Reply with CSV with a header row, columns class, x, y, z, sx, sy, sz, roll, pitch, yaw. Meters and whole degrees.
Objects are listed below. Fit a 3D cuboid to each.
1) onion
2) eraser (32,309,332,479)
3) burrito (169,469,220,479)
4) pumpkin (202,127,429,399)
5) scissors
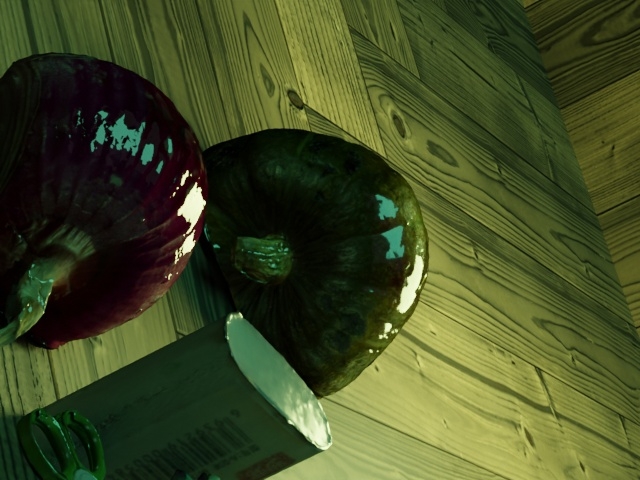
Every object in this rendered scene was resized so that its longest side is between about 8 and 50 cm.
class,x,y,z,sx,sy,sz,roll,pitch,yaw
onion,-0.217,-0.045,1.852,0.256,0.230,0.272,24,37,-59
eraser,-0.129,0.172,1.795,0.174,0.227,0.081,49,25,-33
burrito,-0.136,0.344,1.701,0.066,0.096,0.309,23,59,-24
pumpkin,0.000,0.000,2.302,0.325,0.232,0.242,62,24,6
scissors,-0.187,0.233,1.664,0.101,0.027,0.204,8,51,-62
